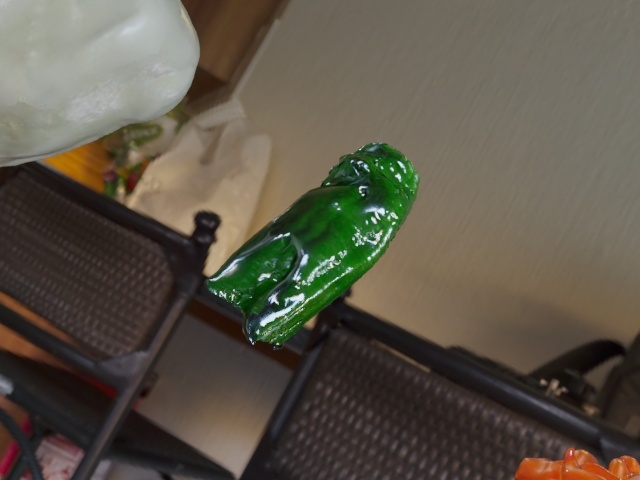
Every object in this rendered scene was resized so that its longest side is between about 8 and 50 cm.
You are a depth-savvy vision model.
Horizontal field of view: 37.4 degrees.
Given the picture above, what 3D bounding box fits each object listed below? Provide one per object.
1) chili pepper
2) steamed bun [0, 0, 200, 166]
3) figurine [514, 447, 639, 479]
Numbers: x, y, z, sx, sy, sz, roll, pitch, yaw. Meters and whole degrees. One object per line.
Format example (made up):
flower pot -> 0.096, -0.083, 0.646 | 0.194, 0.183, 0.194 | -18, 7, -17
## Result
chili pepper -> 0.000, -0.002, 0.763 | 0.098, 0.224, 0.061 | 27, -37, 27
steamed bun -> -0.177, -0.102, 0.342 | 0.211, 0.144, 0.218 | 26, -20, 35
figurine -> 0.297, 0.260, 0.748 | 0.412, 0.241, 0.306 | -9, -3, -17
